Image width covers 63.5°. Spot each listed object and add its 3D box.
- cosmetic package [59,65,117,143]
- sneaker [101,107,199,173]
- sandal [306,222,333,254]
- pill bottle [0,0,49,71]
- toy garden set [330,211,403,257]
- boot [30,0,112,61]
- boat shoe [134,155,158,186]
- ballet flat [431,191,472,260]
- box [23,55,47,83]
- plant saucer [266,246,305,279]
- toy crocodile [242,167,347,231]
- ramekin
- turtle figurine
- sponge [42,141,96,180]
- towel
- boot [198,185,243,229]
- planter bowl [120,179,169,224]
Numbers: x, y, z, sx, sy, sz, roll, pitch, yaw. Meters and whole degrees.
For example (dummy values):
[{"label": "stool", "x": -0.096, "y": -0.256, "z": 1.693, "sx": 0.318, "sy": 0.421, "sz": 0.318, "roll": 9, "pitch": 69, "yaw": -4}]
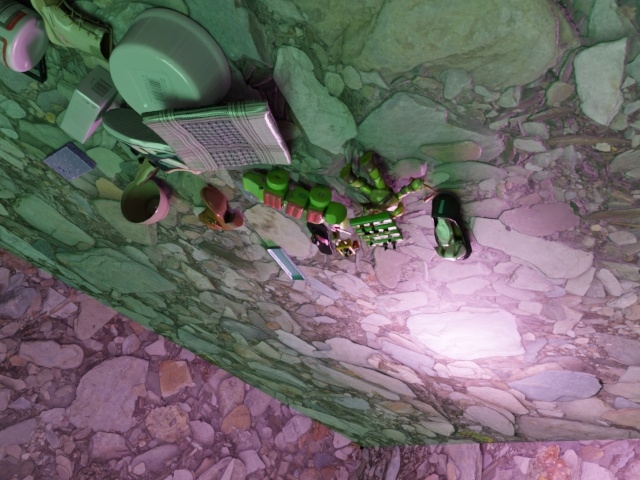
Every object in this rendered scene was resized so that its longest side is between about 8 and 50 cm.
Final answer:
[{"label": "cosmetic package", "x": -0.668, "y": -0.389, "z": 1.497, "sx": 0.085, "sy": 0.117, "sz": 0.231, "roll": 38, "pitch": 143, "yaw": -21}, {"label": "sneaker", "x": -0.488, "y": -0.281, "z": 1.529, "sx": 0.321, "sy": 0.126, "sz": 0.127, "roll": 21, "pitch": 142, "yaw": 2}, {"label": "sandal", "x": 0.000, "y": 0.000, "z": 1.703, "sx": 0.067, "sy": 0.040, "sz": 0.179, "roll": 6, "pitch": 144, "yaw": 26}, {"label": "pill bottle", "x": -0.866, "y": -0.570, "z": 1.317, "sx": 0.283, "sy": 0.161, "sz": 0.161, "roll": 29, "pitch": 147, "yaw": -7}, {"label": "toy garden set", "x": 0.120, "y": -0.005, "z": 1.472, "sx": 0.204, "sy": 0.049, "sz": 0.244, "roll": -10, "pitch": 162, "yaw": 16}, {"label": "boot", "x": -0.603, "y": -0.545, "z": 1.267, "sx": 0.165, "sy": 0.077, "sz": 0.213, "roll": 22, "pitch": 153, "yaw": 3}, {"label": "boat shoe", "x": -0.572, "y": -0.246, "z": 1.702, "sx": 0.072, "sy": 0.068, "sz": 0.190, "roll": 47, "pitch": 133, "yaw": -13}, {"label": "ballet flat", "x": 0.349, "y": -0.009, "z": 1.418, "sx": 0.095, "sy": 0.096, "sz": 0.280, "roll": 1, "pitch": 142, "yaw": 30}, {"label": "box", "x": -0.848, "y": -0.537, "z": 1.478, "sx": 0.116, "sy": 0.029, "sz": 0.162, "roll": 28, "pitch": 149, "yaw": -7}, {"label": "plant saucer", "x": -0.125, "y": 0.086, "z": 1.931, "sx": 0.067, "sy": 0.018, "sz": 0.192, "roll": -3, "pitch": 140, "yaw": 35}, {"label": "toy crocodile", "x": -0.076, "y": -0.117, "z": 1.523, "sx": 0.341, "sy": 0.105, "sz": 0.115, "roll": 22, "pitch": 147, "yaw": 4}, {"label": "ramekin", "x": -0.374, "y": -0.405, "z": 1.268, "sx": 0.277, "sy": 0.135, "sz": 0.277, "roll": 17, "pitch": 147, "yaw": 11}, {"label": "turtle figurine", "x": 0.151, "y": -0.124, "z": 1.385, "sx": 0.217, "sy": 0.087, "sz": 0.270, "roll": 41, "pitch": 144, "yaw": -25}, {"label": "sponge", "x": -0.915, "y": -0.284, "z": 1.883, "sx": 0.210, "sy": 0.031, "sz": 0.117, "roll": -10, "pitch": 135, "yaw": 41}, {"label": "towel", "x": -0.246, "y": -0.248, "z": 1.323, "sx": 0.313, "sy": 0.056, "sz": 0.324, "roll": -4, "pitch": 164, "yaw": 8}, {"label": "boot", "x": -0.375, "y": -0.100, "z": 1.772, "sx": 0.152, "sy": 0.073, "sz": 0.197, "roll": -5, "pitch": 136, "yaw": 43}, {"label": "planter bowl", "x": -0.602, "y": -0.125, "z": 1.820, "sx": 0.162, "sy": 0.162, "sz": 0.109, "roll": 11, "pitch": 171, "yaw": 20}]
